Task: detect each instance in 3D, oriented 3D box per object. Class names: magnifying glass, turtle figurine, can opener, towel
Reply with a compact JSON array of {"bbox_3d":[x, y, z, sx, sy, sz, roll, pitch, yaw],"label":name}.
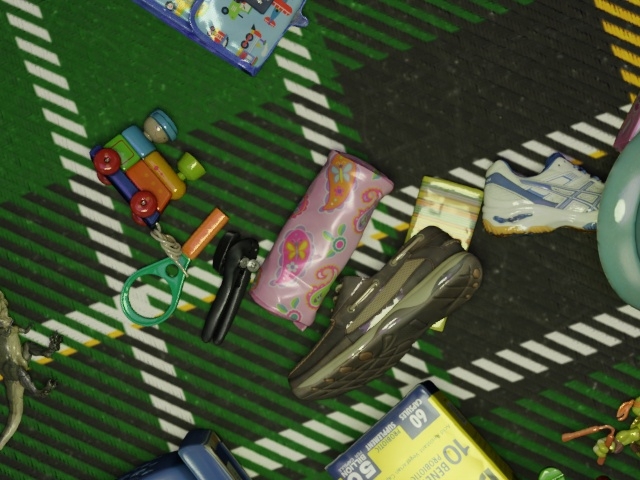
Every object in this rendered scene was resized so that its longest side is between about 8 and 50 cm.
[{"bbox_3d":[-0.233,0.042,1.707,0.092,0.026,0.231,41,94,1],"label":"magnifying glass"},{"bbox_3d":[0.518,0.332,1.654,0.270,0.087,0.217,-18,98,-7],"label":"turtle figurine"},{"bbox_3d":[-0.145,0.081,1.695,0.059,0.073,0.186,12,95,-37],"label":"can opener"},{"bbox_3d":[0.182,0.020,1.696,0.102,0.021,0.237,17,92,7],"label":"towel"}]

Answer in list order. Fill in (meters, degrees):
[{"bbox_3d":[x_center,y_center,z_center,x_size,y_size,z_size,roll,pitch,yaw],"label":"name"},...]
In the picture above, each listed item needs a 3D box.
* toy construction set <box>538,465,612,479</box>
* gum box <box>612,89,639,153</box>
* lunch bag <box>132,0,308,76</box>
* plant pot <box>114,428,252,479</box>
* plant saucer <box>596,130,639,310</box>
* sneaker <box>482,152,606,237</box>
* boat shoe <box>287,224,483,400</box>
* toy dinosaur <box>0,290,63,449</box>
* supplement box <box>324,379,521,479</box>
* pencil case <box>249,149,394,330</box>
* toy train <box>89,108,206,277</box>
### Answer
[{"bbox_3d":[0.289,0.438,1.341,0.258,0.237,0.308,28,88,12],"label":"toy construction set"},{"bbox_3d":[0.528,-0.212,1.636,0.062,0.107,0.188,26,91,1],"label":"gum box"},{"bbox_3d":[-0.149,-0.415,1.661,0.293,0.138,0.221,32,91,-11],"label":"lunch bag"},{"bbox_3d":[-0.201,0.428,1.611,0.212,0.236,0.236,-38,89,-4],"label":"plant pot"},{"bbox_3d":[0.555,-0.036,1.594,0.318,0.044,0.317,-6,103,-25],"label":"plant saucer"},{"bbox_3d":[0.401,-0.076,1.642,0.297,0.112,0.130,-2,85,-1],"label":"sneaker"},{"bbox_3d":[0.088,0.114,1.650,0.355,0.132,0.130,-38,60,7],"label":"boat shoe"},{"bbox_3d":[-0.479,0.203,1.698,0.118,0.064,0.268,-4,91,16],"label":"toy dinosaur"},{"bbox_3d":[0.206,0.405,1.580,0.194,0.195,0.356,-43,79,3],"label":"supplement box"},{"bbox_3d":[0.000,0.000,1.654,0.124,0.124,0.284,30,92,1],"label":"pencil case"},{"bbox_3d":[-0.238,-0.080,1.673,0.143,0.105,0.248,-41,89,-11],"label":"toy train"}]
